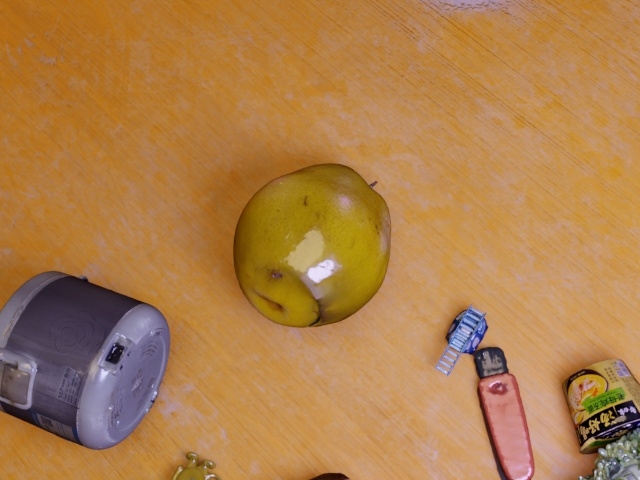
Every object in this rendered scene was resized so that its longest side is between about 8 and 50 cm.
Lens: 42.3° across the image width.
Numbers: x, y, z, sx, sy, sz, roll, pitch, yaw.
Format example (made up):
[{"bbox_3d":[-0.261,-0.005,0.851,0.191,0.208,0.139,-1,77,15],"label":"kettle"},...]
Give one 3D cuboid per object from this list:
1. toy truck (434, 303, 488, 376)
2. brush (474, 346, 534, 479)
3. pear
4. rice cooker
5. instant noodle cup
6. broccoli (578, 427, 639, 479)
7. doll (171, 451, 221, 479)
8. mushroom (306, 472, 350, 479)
[{"bbox_3d":[0.251,0.184,1.489,0.063,0.074,0.136,28,79,15],"label":"toy truck"},{"bbox_3d":[0.330,0.342,1.437,0.070,0.051,0.324,-13,71,1],"label":"brush"},{"bbox_3d":[-0.007,-0.005,1.485,0.284,0.285,0.337,12,72,12],"label":"pear"},{"bbox_3d":[-0.438,0.211,1.471,0.276,0.288,0.289,18,75,12],"label":"rice cooker"},{"bbox_3d":[0.487,0.278,1.395,0.151,0.151,0.122,-17,60,2],"label":"instant noodle cup"},{"bbox_3d":[0.499,0.460,1.288,0.259,0.235,0.288,-23,72,-37],"label":"broccoli"},{"bbox_3d":[-0.238,0.478,1.458,0.145,0.096,0.188,46,57,4],"label":"doll"},{"bbox_3d":[-0.005,0.549,1.384,0.207,0.233,0.302,-5,114,16],"label":"mushroom"}]
